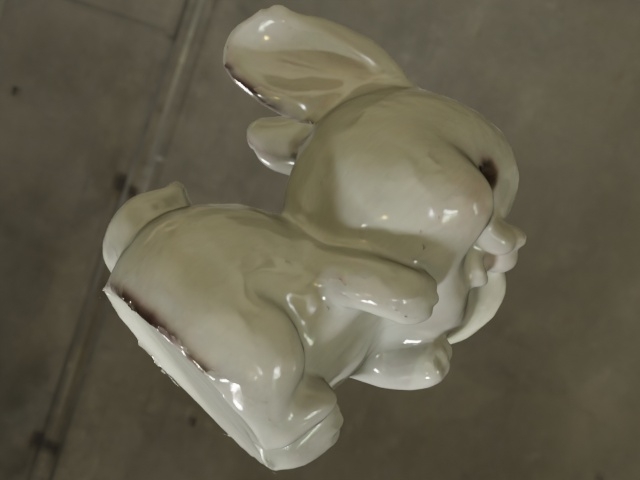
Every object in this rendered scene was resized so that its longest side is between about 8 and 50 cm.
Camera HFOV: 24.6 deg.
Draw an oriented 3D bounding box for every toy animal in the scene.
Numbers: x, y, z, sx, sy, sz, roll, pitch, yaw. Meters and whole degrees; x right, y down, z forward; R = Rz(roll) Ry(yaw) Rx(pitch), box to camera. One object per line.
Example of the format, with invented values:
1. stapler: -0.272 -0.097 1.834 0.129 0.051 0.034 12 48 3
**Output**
1. toy animal: -0.008 0.000 0.697 0.178 0.193 0.127 30 161 26
